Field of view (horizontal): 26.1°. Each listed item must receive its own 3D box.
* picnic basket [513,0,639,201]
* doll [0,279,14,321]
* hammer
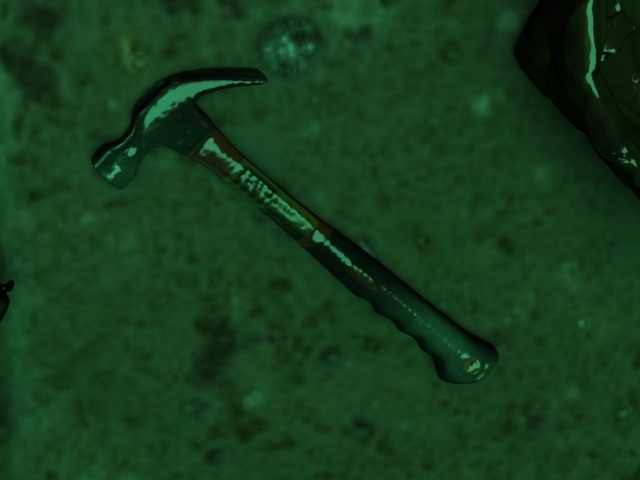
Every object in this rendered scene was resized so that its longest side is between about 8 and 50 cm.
[{"bbox_3d":[0.301,-0.099,0.741,0.337,0.337,0.293,27,101,-15],"label":"picnic basket"},{"bbox_3d":[-0.272,0.041,0.799,0.182,0.117,0.257,6,105,-9],"label":"doll"},{"bbox_3d":[0.000,0.000,0.873,0.287,0.033,0.111,40,98,-18],"label":"hammer"}]
